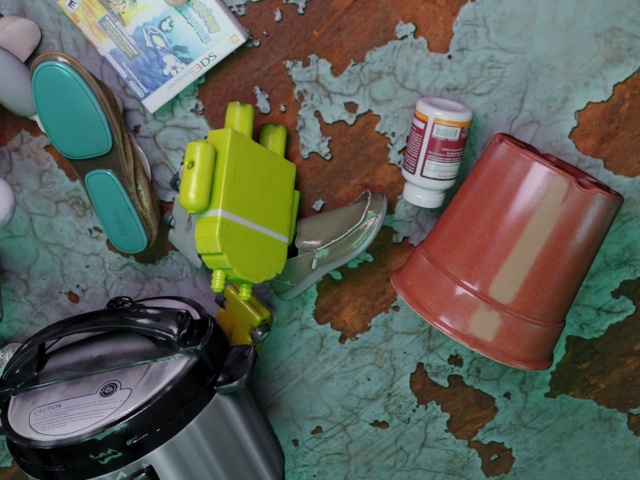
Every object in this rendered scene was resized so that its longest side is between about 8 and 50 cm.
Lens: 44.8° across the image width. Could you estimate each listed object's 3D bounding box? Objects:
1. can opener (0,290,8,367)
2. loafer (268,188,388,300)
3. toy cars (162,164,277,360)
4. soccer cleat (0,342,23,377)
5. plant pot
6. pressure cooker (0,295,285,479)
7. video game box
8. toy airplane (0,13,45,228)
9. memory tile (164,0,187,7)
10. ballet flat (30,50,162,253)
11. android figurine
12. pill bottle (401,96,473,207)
[{"bbox_3d":[-0.542,0.120,1.219,0.093,0.280,0.074,10,129,-30],"label":"can opener"},{"bbox_3d":[0.000,0.000,1.226,0.251,0.094,0.087,-40,112,20],"label":"loafer"},{"bbox_3d":[-0.149,0.043,1.255,0.177,0.087,0.393,9,125,44],"label":"toy cars"},{"bbox_3d":[-0.571,0.230,1.377,0.331,0.116,0.143,16,100,-7],"label":"soccer cleat"},{"bbox_3d":[0.282,0.003,1.133,0.273,0.272,0.265,24,107,-8],"label":"plant pot"},{"bbox_3d":[-0.287,0.288,1.226,0.370,0.376,0.420,-34,120,-24],"label":"pressure cooker"},{"bbox_3d":[-0.237,-0.317,1.114,0.187,0.048,0.205,-35,109,15],"label":"video game box"},{"bbox_3d":[-0.535,-0.114,1.045,0.272,0.384,0.386,33,112,-1],"label":"toy airplane"},{"bbox_3d":[-0.165,-0.393,1.055,0.148,0.012,0.113,-28,107,-10],"label":"memory tile"},{"bbox_3d":[-0.316,-0.141,1.156,0.116,0.124,0.342,-7,127,18],"label":"ballet flat"},{"bbox_3d":[-0.108,-0.052,1.120,0.056,0.248,0.272,-1,78,32],"label":"android figurine"},{"bbox_3d":[0.169,-0.130,1.157,0.086,0.086,0.152,10,116,-2],"label":"pill bottle"}]
